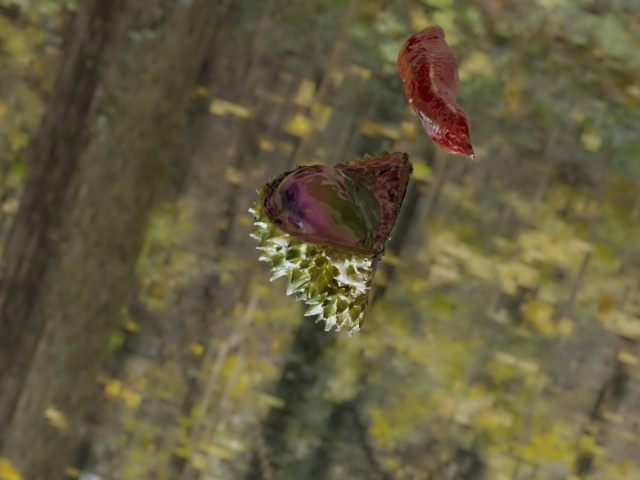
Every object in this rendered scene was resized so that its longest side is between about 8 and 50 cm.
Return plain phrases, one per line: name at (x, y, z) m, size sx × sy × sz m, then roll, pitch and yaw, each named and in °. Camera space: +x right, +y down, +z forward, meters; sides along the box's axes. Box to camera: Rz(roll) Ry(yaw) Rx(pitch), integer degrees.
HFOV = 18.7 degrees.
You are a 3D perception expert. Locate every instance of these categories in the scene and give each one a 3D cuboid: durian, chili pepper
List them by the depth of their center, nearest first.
durian at (-0.003, -0.002, 1.452) m, size 0.108 × 0.119 × 0.186 m, roll 19°, pitch -147°, yaw 1°
chili pepper at (0.087, -0.119, 1.514) m, size 0.051 × 0.059 × 0.268 m, roll 7°, pitch -155°, yaw -6°
